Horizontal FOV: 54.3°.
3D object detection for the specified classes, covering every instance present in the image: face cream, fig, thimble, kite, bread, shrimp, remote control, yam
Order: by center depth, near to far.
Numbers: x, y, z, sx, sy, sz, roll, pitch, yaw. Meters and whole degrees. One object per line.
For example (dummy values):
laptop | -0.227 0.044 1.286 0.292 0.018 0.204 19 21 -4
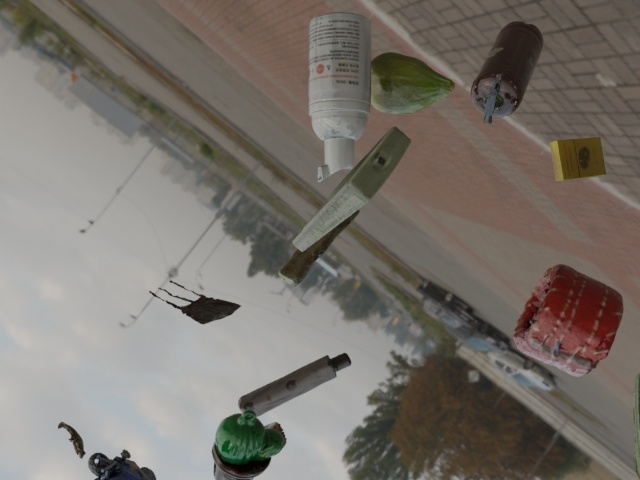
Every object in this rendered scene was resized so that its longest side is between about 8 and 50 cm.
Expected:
remote control | 0.036 -0.062 0.919 0.038 0.123 0.285 39 155 -4
thimble | 0.410 0.131 1.043 0.125 0.163 0.189 27 -167 12
face cream | 0.044 -0.318 1.437 0.146 0.369 0.145 0 -178 0
yam | 0.000 0.000 1.469 0.061 0.253 0.061 37 164 13
shrimp | -0.622 0.501 1.567 0.127 0.025 0.091 30 154 51
fig | 0.239 -0.434 1.745 0.234 0.166 0.167 4 -177 -7
kite | -0.370 0.175 1.790 0.286 0.015 0.152 19 -155 33
bread | -0.178 0.610 1.863 0.073 0.161 0.160 61 -179 5

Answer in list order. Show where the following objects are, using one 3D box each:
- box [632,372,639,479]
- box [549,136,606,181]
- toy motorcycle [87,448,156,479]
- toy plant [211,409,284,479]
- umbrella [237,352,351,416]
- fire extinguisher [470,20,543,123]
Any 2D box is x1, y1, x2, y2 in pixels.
box | 0.730 0.347 1.140 0.291 0.220 0.166 -8 148 34
box | 0.552 -0.175 1.333 0.155 0.086 0.023 -9 176 -33
toy motorcycle | -0.482 0.588 1.537 0.205 0.076 0.114 37 -169 -40
toy plant | -0.146 0.410 1.237 0.143 0.200 0.105 14 -148 -19
umbrella | -0.070 0.403 1.751 0.067 0.338 0.073 58 172 51
fire extinguisher | 0.419 -0.380 1.414 0.114 0.337 0.135 18 140 16
